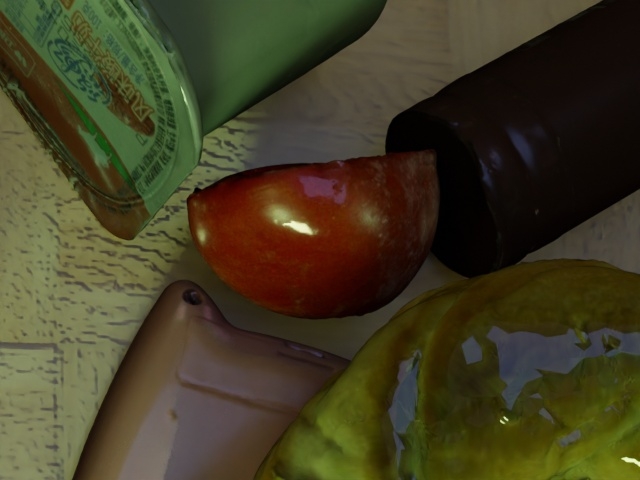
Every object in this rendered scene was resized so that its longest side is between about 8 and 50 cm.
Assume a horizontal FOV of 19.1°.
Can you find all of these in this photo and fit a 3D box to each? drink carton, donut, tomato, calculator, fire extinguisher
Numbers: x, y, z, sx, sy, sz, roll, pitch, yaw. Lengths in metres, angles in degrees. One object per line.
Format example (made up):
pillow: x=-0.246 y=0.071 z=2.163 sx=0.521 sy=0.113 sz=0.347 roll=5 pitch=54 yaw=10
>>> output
drink carton: x=-0.070 y=-0.135 z=1.076 sx=0.189 sy=0.191 sz=0.185 roll=-29 pitch=82 yaw=-29
donut: x=0.136 y=0.179 z=0.974 sx=0.360 sy=0.170 sz=0.360 roll=0 pitch=85 yaw=1
tomato: x=0.000 y=0.000 z=1.070 sx=0.139 sy=0.159 sz=0.091 roll=-11 pitch=87 yaw=22
calculator: x=-0.039 y=0.193 z=1.053 sx=0.220 sy=0.048 sz=0.330 roll=17 pitch=72 yaw=-13
fire extinguisher: x=0.205 y=-0.106 z=1.173 sx=0.337 sy=0.135 sz=0.114 roll=-29 pitch=65 yaw=-24
